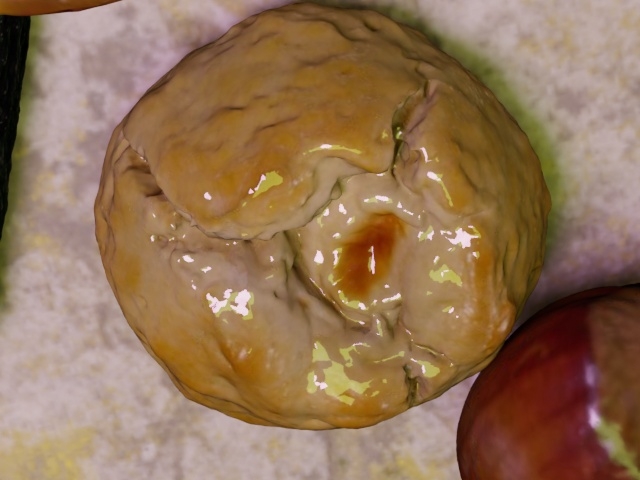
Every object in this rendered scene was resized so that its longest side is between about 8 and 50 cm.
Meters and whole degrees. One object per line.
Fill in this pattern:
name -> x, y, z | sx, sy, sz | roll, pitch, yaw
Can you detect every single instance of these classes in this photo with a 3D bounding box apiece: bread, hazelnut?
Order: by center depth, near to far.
bread -> 0.000, 0.000, 0.995 | 0.244, 0.134, 0.244 | -2, 113, -4
hazelnut -> 0.182, 0.107, 1.047 | 0.212, 0.181, 0.181 | 18, 85, -12

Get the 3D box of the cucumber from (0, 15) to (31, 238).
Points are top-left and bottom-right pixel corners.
cucumber -> -0.199, -0.034, 1.000 | 0.074, 0.074, 0.241 | 8, 116, -7

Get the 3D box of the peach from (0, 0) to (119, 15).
peach -> -0.166, -0.300, 0.786 | 0.306, 0.242, 0.380 | -10, 132, 25
